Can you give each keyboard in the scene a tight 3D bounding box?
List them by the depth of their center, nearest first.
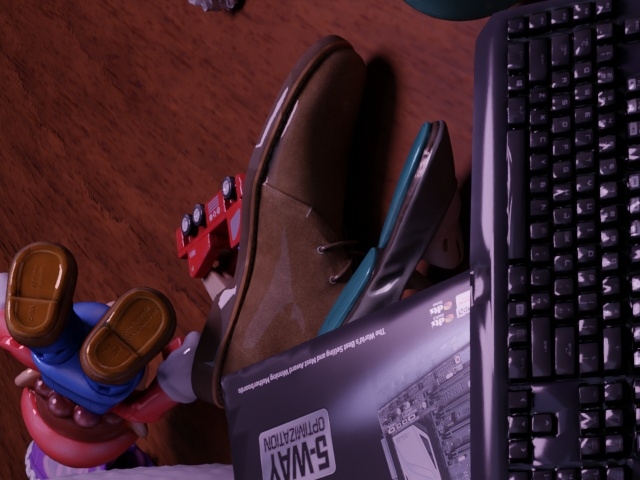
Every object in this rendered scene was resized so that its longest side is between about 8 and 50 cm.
[{"bbox_3d":[0.169,0.013,0.723,0.201,0.033,0.317,-6,71,25],"label":"keyboard"}]

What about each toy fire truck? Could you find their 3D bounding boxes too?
[{"bbox_3d":[-0.085,0.035,1.256,0.192,0.047,0.135,-36,57,53],"label":"toy fire truck"}]

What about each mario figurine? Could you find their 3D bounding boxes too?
[{"bbox_3d":[-0.188,0.076,1.217,0.198,0.170,0.320,60,163,12],"label":"mario figurine"}]

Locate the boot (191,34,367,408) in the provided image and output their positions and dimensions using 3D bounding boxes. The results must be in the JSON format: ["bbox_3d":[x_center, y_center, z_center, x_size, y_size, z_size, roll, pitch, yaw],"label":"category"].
[{"bbox_3d":[0.000,0.000,1.091,0.115,0.112,0.305,21,104,28],"label":"boot"}]

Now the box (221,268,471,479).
[{"bbox_3d":[0.078,0.155,0.840,0.307,0.076,0.242,-26,62,40],"label":"box"}]

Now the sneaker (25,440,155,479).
[{"bbox_3d":[-0.217,0.236,1.441,0.236,0.095,0.104,37,113,51],"label":"sneaker"}]

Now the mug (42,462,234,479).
[{"bbox_3d":[-0.174,0.361,1.097,0.276,0.328,0.374,17,102,60],"label":"mug"}]

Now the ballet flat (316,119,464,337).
[{"bbox_3d":[0.062,0.013,0.984,0.072,0.068,0.213,-74,8,-57],"label":"ballet flat"}]

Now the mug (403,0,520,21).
[{"bbox_3d":[0.101,-0.201,0.884,0.158,0.097,0.129,5,69,36],"label":"mug"}]

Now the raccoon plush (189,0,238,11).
[{"bbox_3d":[-0.116,-0.334,1.089,0.446,0.299,0.216,-61,39,38],"label":"raccoon plush"}]
